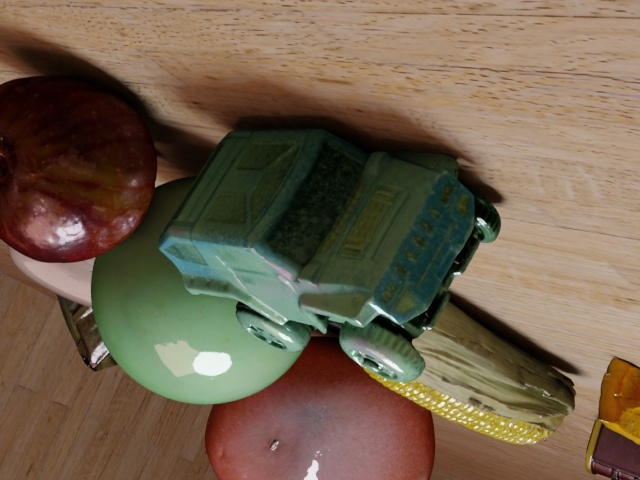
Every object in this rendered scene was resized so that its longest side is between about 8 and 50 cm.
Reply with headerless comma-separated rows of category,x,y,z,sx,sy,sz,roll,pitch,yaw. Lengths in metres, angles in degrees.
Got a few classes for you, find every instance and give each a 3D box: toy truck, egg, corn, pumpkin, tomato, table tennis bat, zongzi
toy truck,0.000,0.000,1.043,0.156,0.155,0.279,40,162,-30
egg,-0.113,0.047,1.303,0.220,0.220,0.270,27,175,-17
corn,0.160,0.136,1.481,0.123,0.122,0.305,-25,140,38
pumpkin,0.330,0.172,1.379,0.101,0.073,0.035,26,173,-27
tomato,-0.007,0.304,1.977,0.341,0.341,0.273,21,179,14
table tennis bat,0.047,0.134,1.925,0.095,0.014,0.158,30,169,-26
zongzi,-0.324,0.005,1.896,0.300,0.138,0.286,63,-178,-17

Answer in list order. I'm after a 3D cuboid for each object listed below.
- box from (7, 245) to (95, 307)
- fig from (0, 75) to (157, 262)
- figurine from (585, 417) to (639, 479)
box,-0.296,0.009,1.709,0.200,0.146,0.088,24,-159,-12
fig,-0.207,-0.063,1.202,0.175,0.175,0.207,14,-175,41
figurine,0.417,0.299,1.735,0.154,0.098,0.082,19,165,33
